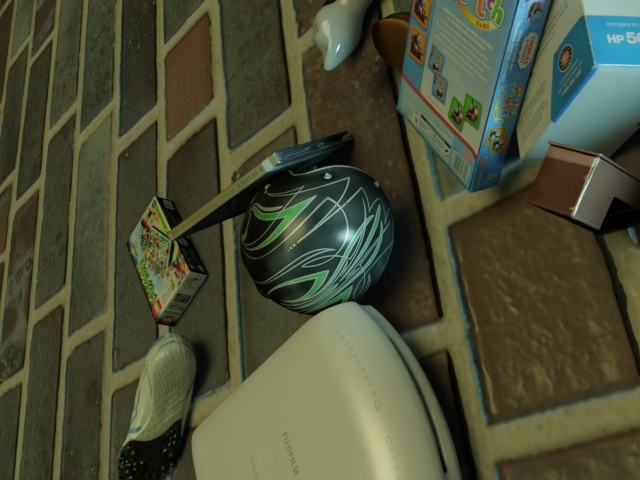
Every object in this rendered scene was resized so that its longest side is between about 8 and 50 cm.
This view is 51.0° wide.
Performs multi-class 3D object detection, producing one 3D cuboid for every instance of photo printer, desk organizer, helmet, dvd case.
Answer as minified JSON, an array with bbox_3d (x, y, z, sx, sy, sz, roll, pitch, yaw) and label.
[{"bbox_3d":[-0.001,0.234,0.706,0.307,0.107,0.256,-45,48,27],"label":"photo printer"},{"bbox_3d":[0.225,-0.033,0.541,0.047,0.130,0.050,29,100,48],"label":"desk organizer"},{"bbox_3d":[0.000,0.000,0.754,0.161,0.169,0.170,8,82,53],"label":"helmet"},{"bbox_3d":[-0.079,-0.070,0.873,0.221,0.164,0.018,-31,88,37],"label":"dvd case"}]

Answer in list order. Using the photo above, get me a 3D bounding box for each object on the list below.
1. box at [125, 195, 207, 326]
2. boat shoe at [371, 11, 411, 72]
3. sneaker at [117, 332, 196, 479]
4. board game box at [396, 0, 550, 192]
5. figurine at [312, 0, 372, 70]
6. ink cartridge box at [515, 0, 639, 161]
[{"bbox_3d":[-0.259,0.031,1.114,0.114,0.036,0.207,-54,44,19],"label":"box"},{"bbox_3d":[0.143,-0.220,0.753,0.073,0.073,0.207,-36,42,-17],"label":"boat shoe"},{"bbox_3d":[-0.238,0.251,0.990,0.086,0.085,0.237,-144,72,-74],"label":"sneaker"},{"bbox_3d":[0.134,-0.177,0.635,0.212,0.039,0.160,93,156,-44],"label":"board game box"},{"bbox_3d":[0.052,-0.312,0.817,0.210,0.092,0.215,-61,8,23],"label":"figurine"},{"bbox_3d":[0.224,-0.191,0.583,0.148,0.085,0.203,102,167,-69],"label":"ink cartridge box"}]
